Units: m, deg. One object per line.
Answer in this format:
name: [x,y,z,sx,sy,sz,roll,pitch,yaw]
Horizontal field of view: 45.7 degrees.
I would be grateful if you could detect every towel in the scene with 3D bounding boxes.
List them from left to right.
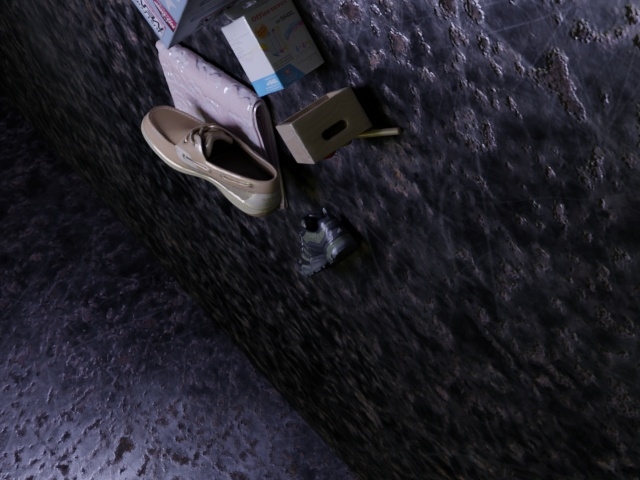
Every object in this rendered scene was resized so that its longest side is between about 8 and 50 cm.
towel: [-0.210,-0.240,1.613,0.332,0.053,0.317,36,152,32]

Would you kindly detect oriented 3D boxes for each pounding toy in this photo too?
pounding toy: [0.026,-0.175,1.188,0.100,0.141,0.130,58,171,-14]

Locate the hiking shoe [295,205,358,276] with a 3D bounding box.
hiking shoe: [0.000,0.000,1.549,0.114,0.086,0.227,65,152,5]

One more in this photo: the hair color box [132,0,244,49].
hair color box: [-0.139,-0.423,1.040,0.113,0.185,0.374,54,157,-3]

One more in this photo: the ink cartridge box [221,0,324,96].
ink cartridge box: [-0.080,-0.317,1.202,0.090,0.092,0.143,4,128,60]

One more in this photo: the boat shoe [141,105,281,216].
boat shoe: [-0.213,-0.183,1.502,0.341,0.121,0.110,33,148,14]
